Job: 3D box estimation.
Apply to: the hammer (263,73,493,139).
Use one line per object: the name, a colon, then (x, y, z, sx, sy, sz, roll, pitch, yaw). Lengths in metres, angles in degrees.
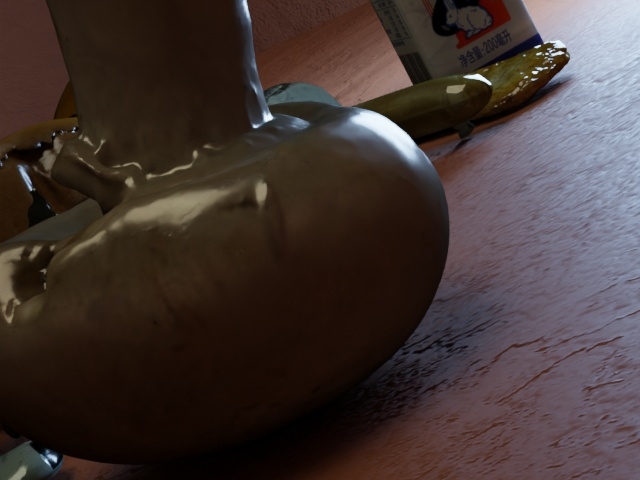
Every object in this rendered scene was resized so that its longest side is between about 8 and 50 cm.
hammer: (0.027, -0.100, 1.332, 0.305, 0.113, 0.202, -14, 20, 35)

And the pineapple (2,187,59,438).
pineapple: (-0.267, 0.090, 1.040, 0.364, 0.165, 0.165, -31, 11, -12)

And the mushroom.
mushroom: (-0.089, -0.031, 0.806, 0.292, 0.290, 0.292, -23, 11, 5)

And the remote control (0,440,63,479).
remote control: (-0.277, 0.191, 0.903, 0.256, 0.045, 0.097, -27, 11, -7)

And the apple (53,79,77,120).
apple: (-0.212, -0.131, 1.768, 0.237, 0.237, 0.207, -15, 34, 49)

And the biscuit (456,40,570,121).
biscuit: (0.136, -0.132, 1.387, 0.247, 0.029, 0.118, -13, 25, 52)

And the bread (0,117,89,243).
bread: (-0.237, 0.017, 1.207, 0.270, 0.195, 0.143, -40, 9, -29)

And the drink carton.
drink carton: (0.100, -0.315, 1.544, 0.130, 0.315, 0.106, -31, 10, -10)
